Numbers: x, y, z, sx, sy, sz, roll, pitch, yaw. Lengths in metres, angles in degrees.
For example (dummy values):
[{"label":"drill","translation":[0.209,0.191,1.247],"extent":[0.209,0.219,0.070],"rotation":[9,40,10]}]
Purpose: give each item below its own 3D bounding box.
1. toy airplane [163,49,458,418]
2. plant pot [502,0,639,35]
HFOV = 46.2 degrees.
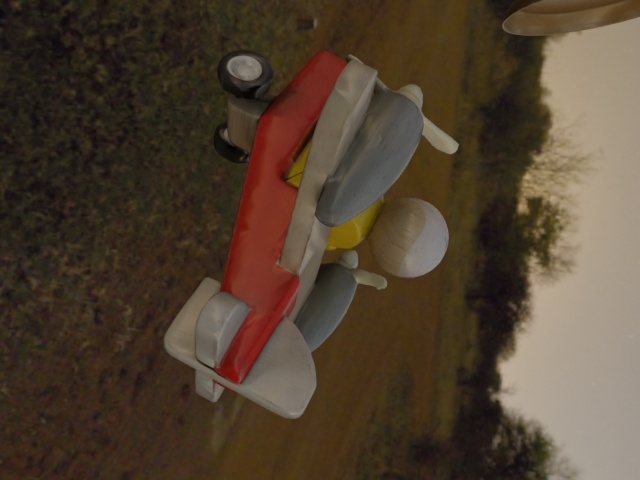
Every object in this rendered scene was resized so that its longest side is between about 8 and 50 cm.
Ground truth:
[{"label":"toy airplane","translation":[0.000,0.000,0.777],"extent":[0.386,0.273,0.384],"rotation":[-101,-159,-76]},{"label":"plant pot","translation":[0.349,-0.309,0.954],"extent":[0.236,0.236,0.032],"rotation":[-13,95,-76]}]
